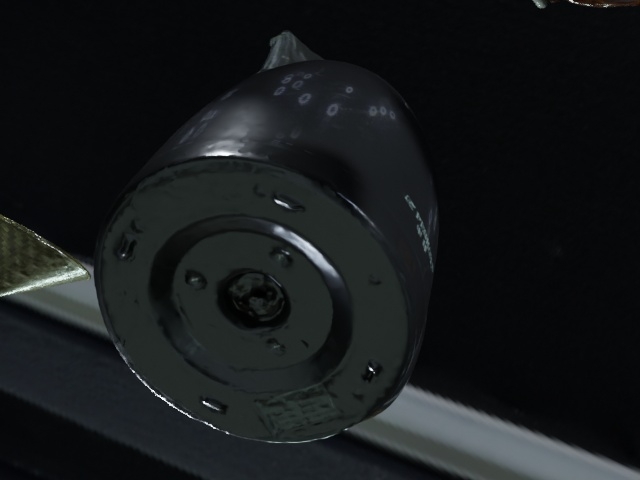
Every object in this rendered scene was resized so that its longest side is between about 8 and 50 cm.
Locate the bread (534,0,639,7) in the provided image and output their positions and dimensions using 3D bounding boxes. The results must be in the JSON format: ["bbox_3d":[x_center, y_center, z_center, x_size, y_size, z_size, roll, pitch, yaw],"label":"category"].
[{"bbox_3d":[0.123,-0.179,0.533,0.160,0.073,0.160,7,-33,5],"label":"bread"}]

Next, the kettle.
[{"bbox_3d":[0.000,0.000,0.860,0.207,0.290,0.268,-16,-67,22],"label":"kettle"}]

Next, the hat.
[{"bbox_3d":[-0.285,0.024,1.067,0.146,0.146,0.067,24,-105,17],"label":"hat"}]
